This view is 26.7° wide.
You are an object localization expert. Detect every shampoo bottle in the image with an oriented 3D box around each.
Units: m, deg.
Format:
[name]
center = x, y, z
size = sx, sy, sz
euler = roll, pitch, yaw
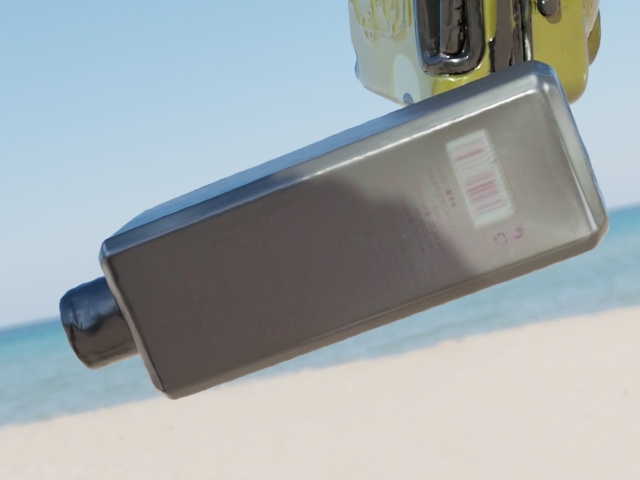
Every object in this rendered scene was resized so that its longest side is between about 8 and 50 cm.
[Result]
[shampoo bottle]
center = 0.000, 0.000, 0.603
size = 0.246, 0.080, 0.079
euler = -20, 9, 12

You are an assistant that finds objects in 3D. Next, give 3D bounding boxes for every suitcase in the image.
[suitcase]
center = 0.108, -0.193, 0.981
size = 0.143, 0.193, 0.235
euler = -9, 17, -15
